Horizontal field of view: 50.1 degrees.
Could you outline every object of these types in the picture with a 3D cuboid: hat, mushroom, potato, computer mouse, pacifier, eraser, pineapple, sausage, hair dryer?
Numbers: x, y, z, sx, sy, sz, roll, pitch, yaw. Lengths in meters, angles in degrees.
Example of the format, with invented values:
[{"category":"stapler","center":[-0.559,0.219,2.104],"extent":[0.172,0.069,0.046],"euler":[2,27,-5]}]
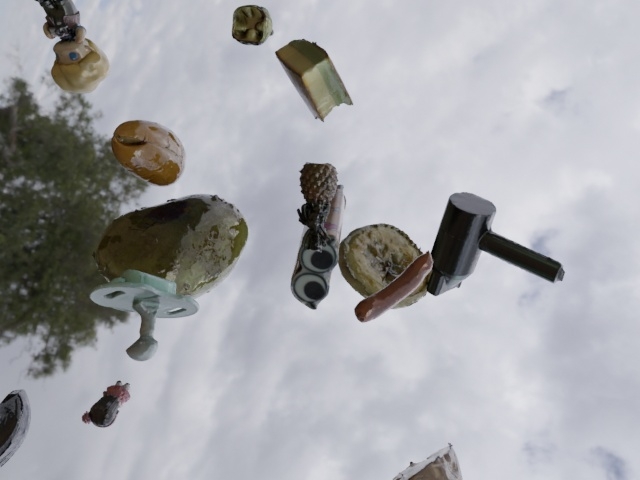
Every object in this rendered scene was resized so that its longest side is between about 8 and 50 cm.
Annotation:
[{"category":"hat","center":[-0.130,-0.426,1.353],"extent":[0.077,0.059,0.076],"euler":[15,-63,22]},{"category":"mushroom","center":[0.254,0.582,1.576],"extent":[0.156,0.286,0.151],"euler":[-37,-107,34]},{"category":"potato","center":[-0.272,0.013,1.312],"extent":[0.210,0.307,0.173],"euler":[35,-43,33]},{"category":"computer mouse","center":[-0.501,0.318,1.075],"extent":[0.172,0.057,0.099],"euler":[-68,-172,-27]},{"category":"pacifier","center":[-0.240,0.104,0.915],"extent":[0.127,0.150,0.116],"euler":[-13,-115,34]},{"category":"eraser","center":[0.000,0.000,1.465],"extent":[0.290,0.087,0.171],"euler":[-80,-173,-65]},{"category":"pineapple","center":[-0.007,-0.059,1.235],"extent":[0.074,0.074,0.159],"euler":[4,-92,57]},{"category":"sausage","center":[0.127,0.081,1.159],"extent":[0.177,0.047,0.040],"euler":[-34,-163,-24]},{"category":"hair dryer","center":[0.397,0.058,1.571],"extent":[0.302,0.116,0.244],"euler":[28,-56,27]}]

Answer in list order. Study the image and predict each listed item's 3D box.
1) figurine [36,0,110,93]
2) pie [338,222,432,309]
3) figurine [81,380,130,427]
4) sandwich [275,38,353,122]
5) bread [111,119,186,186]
[{"category":"figurine","center":[-0.474,-0.375,1.305],"extent":[0.196,0.114,0.108],"euler":[81,6,-46]},{"category":"pie","center":[0.172,0.061,1.816],"extent":[0.055,0.274,0.274],"euler":[119,-29,-47]},{"category":"figurine","center":[-0.476,0.364,1.538],"extent":[0.129,0.072,0.054],"euler":[-67,172,-55]},{"category":"sandwich","center":[-0.016,-0.424,1.824],"extent":[0.108,0.186,0.220],"euler":[-33,-142,-2]},{"category":"bread","center":[-0.305,-0.161,1.265],"extent":[0.077,0.189,0.114],"euler":[10,-95,21]}]
